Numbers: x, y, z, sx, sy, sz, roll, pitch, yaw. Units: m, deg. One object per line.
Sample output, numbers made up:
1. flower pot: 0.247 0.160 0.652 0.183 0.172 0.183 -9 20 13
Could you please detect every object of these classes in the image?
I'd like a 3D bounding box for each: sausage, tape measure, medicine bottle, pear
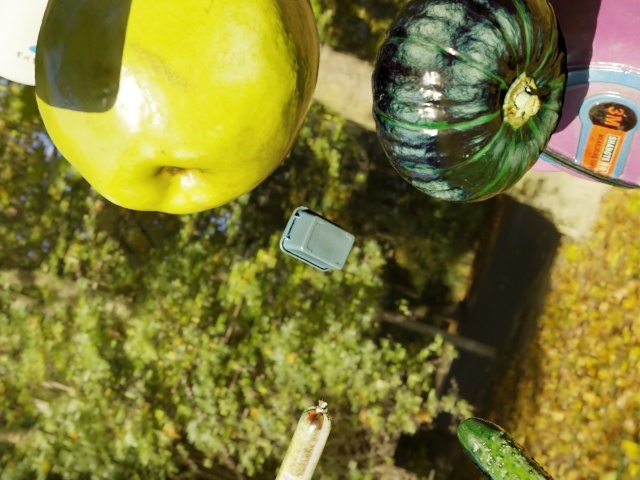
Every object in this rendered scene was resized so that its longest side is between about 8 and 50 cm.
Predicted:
1. sausage: -0.040 0.265 0.979 0.033 0.033 0.269 -57 -11 -67
2. tape measure: 0.299 -0.165 1.063 0.231 0.245 0.149 83 -155 -59
3. medicine bottle: -0.373 -0.372 1.375 0.293 0.170 0.170 -59 1 31
4. pear: -0.128 -0.176 0.901 0.253 0.253 0.307 100 164 -56

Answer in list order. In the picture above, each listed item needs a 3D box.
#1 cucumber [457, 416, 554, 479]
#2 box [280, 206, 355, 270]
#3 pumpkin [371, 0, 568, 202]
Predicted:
1. cucumber: 0.266 0.315 1.342 0.069 0.227 0.069 -20 -49 -26
2. box: 0.000 0.000 1.471 0.054 0.099 0.074 11 77 59
3. pumpkin: 0.133 -0.132 0.869 0.202 0.140 0.201 -17 -65 -40
